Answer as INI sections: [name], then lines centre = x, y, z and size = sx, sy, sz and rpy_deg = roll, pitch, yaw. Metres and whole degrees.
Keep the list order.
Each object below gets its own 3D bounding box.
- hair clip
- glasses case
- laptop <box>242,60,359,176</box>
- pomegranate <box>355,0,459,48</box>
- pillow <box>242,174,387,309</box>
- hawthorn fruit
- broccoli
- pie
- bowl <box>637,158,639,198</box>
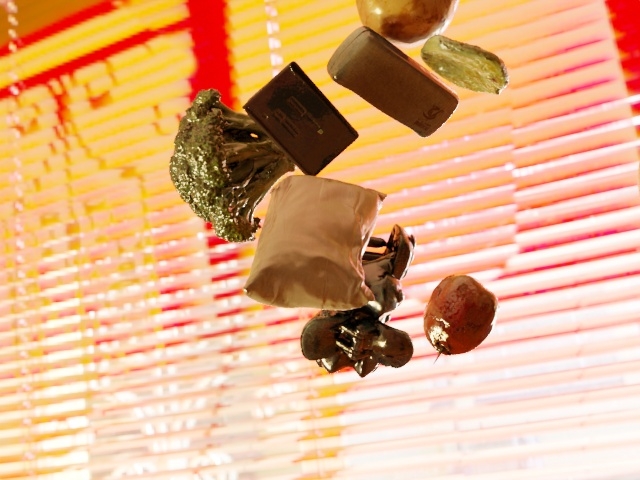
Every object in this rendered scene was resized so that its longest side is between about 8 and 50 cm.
[hair clip]
centre = 0.061, 0.118, 1.563
size = 0.194, 0.206, 0.310
rpy_deg = 7, -50, -5
[glasses case]
centre = 0.162, -0.336, 1.918
size = 0.323, 0.074, 0.131
rpy_deg = 25, -62, -40
[laptop]
centre = -0.035, -0.224, 1.684
size = 0.135, 0.197, 0.016
rpy_deg = -41, 18, 12
[pomegranate]
centre = 0.190, -0.531, 1.912
size = 0.248, 0.248, 0.248
rpy_deg = -7, -14, -2
[pillow]
centre = 0.000, 0.000, 1.228
size = 0.173, 0.270, 0.067
rpy_deg = 13, -50, -2
[hawthorn fruit]
centre = 0.319, 0.194, 2.129
size = 0.181, 0.235, 0.181
rpy_deg = 35, -19, 14
[broccoli]
centre = -0.181, -0.160, 1.904
size = 0.283, 0.304, 0.321
rpy_deg = -17, -46, 1
[pie]
centre = 0.279, -0.337, 1.706
size = 0.187, 0.041, 0.187
rpy_deg = 26, -7, 4
[bowl]
centre = 0.520, -0.063, 1.155
size = 0.146, 0.289, 0.289
rpy_deg = -24, -5, -28
